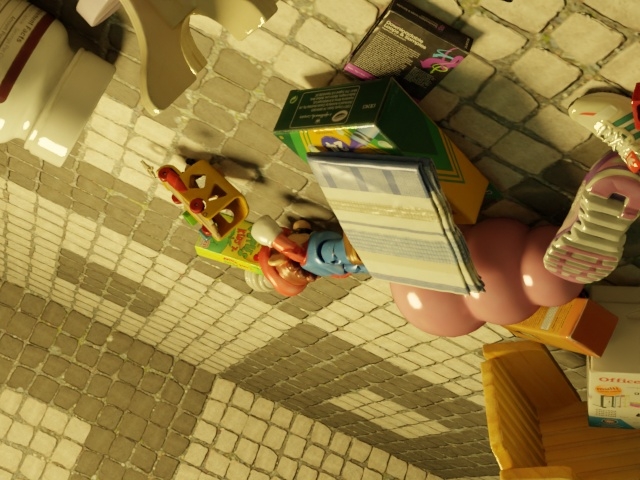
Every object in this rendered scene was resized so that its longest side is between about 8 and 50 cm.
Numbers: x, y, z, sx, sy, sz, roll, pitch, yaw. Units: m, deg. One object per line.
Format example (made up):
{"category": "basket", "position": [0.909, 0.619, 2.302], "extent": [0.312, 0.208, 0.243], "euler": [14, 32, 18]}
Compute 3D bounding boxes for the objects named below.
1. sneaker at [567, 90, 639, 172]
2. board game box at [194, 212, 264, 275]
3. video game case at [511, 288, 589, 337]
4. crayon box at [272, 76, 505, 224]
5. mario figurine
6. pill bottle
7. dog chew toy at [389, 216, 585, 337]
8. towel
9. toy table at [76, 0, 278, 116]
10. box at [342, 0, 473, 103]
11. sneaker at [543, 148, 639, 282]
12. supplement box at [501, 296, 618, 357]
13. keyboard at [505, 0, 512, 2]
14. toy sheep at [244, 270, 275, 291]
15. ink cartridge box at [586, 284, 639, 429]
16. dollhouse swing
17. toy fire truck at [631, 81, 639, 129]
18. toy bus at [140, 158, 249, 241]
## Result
{"category": "sneaker", "position": [0.385, -0.129, 1.055], "extent": [0.161, 0.075, 0.057], "euler": [20, 156, 3]}
{"category": "board game box", "position": [-0.163, 0.009, 1.793], "extent": [0.181, 0.092, 0.043], "euler": [17, 155, 10]}
{"category": "video game case", "position": [0.413, 0.122, 1.607], "extent": [0.210, 0.042, 0.232], "euler": [-4, 146, 43]}
{"category": "crayon box", "position": [0.110, -0.111, 1.279], "extent": [0.203, 0.083, 0.323], "euler": [2, 154, 45]}
{"category": "mario figurine", "position": [0.000, 0.000, 1.625], "extent": [0.320, 0.170, 0.198], "euler": [-8, 120, 47]}
{"category": "pill bottle", "position": [-0.534, -0.291, 1.307], "extent": [0.392, 0.224, 0.224], "euler": [30, 155, -18]}
{"category": "dog chew toy", "position": [0.281, 0.051, 1.394], "extent": [0.331, 0.207, 0.206], "euler": [-9, 143, 37]}
{"category": "towel", "position": [0.115, -0.025, 1.251], "extent": [0.209, 0.034, 0.285], "euler": [7, 143, 37]}
{"category": "toy table", "position": [-0.169, -0.286, 1.015], "extent": [0.161, 0.252, 0.274], "euler": [47, 161, -16]}
{"category": "box", "position": [0.111, -0.242, 1.108], "extent": [0.116, 0.029, 0.162], "euler": [26, 157, -12]}
{"category": "sneaker", "position": [0.388, -0.036, 1.186], "extent": [0.095, 0.105, 0.236], "euler": [18, 139, 4]}
{"category": "supplement box", "position": [0.388, 0.133, 1.431], "extent": [0.078, 0.080, 0.233], "euler": [30, 170, -20]}
{"category": "keyboard", "position": [0.128, -0.317, 0.945], "extent": [0.192, 0.038, 0.100], "euler": [16, 179, 11]}
{"category": "toy sheep", "position": [-0.128, 0.075, 1.916], "extent": [0.091, 0.091, 0.132], "euler": [40, 169, -35]}
{"category": "ink cartridge box", "position": [0.549, 0.207, 1.464], "extent": [0.171, 0.168, 0.233], "euler": [0, 146, 17]}
{"category": "dollhouse swing", "position": [0.515, 0.348, 1.587], "extent": [0.304, 0.347, 0.315], "euler": [-26, 119, 22]}
{"category": "toy fire truck", "position": [0.399, -0.142, 0.941], "extent": [0.047, 0.135, 0.192], "euler": [4, 151, 35]}
{"category": "toy bus", "position": [-0.224, -0.099, 1.599], "extent": [0.202, 0.104, 0.191], "euler": [54, 167, -19]}
